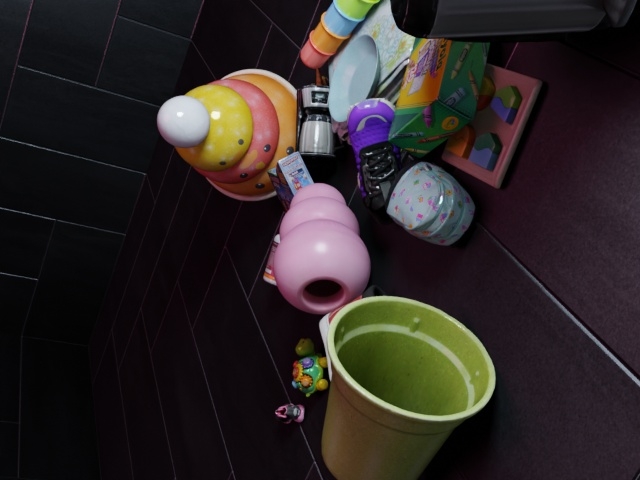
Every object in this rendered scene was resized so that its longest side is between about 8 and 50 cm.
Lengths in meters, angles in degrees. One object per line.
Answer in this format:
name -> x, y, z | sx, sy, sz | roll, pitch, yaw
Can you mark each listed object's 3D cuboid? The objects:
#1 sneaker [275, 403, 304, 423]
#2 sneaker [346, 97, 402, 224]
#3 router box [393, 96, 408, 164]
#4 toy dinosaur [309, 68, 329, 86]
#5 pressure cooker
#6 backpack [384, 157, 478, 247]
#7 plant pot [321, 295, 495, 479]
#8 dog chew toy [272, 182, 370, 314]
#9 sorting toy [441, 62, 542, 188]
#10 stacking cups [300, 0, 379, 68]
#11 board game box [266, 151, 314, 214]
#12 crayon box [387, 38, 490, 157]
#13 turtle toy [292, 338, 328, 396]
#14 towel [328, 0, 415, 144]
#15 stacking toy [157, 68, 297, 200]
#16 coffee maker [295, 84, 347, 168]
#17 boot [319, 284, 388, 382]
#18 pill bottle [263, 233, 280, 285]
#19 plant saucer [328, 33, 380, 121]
sneaker -> -0.083, 0.400, 1.890 | 0.119, 0.057, 0.047 | -30, 54, 59
sneaker -> 0.121, -0.140, 1.579 | 0.293, 0.102, 0.146 | 75, -176, -52
router box -> 0.167, -0.228, 1.701 | 0.122, 0.038, 0.092 | -61, 29, 31
toy dinosaur -> 0.000, -0.385, 2.075 | 0.112, 0.064, 0.212 | -103, 6, -52
pressure cooker -> 0.307, -0.467, 1.128 | 0.375, 0.420, 0.370 | -99, 5, -80
backpack -> 0.196, -0.062, 1.473 | 0.152, 0.115, 0.182 | -67, 30, 14
plant pot -> 0.114, 0.276, 1.346 | 0.276, 0.276, 0.254 | -110, 30, -50
dog chew toy -> 0.000, 0.000, 1.766 | 0.207, 0.206, 0.332 | -56, 24, 36
sorting toy -> 0.292, -0.210, 1.435 | 0.208, 0.038, 0.193 | 46, 119, 61
stacking cups -> 0.050, -0.500, 1.820 | 0.316, 0.096, 0.096 | -46, 39, 46
board game box -> -0.059, -0.124, 1.966 | 0.194, 0.060, 0.194 | 32, 146, 64
crayon box -> 0.226, -0.309, 1.494 | 0.165, 0.081, 0.279 | -36, 32, 56
turtle toy -> -0.028, 0.285, 1.820 | 0.095, 0.066, 0.130 | -29, 52, 57
towel -> 0.131, -0.440, 1.829 | 0.320, 0.090, 0.375 | -40, 44, 48
stacking toy -> -0.256, -0.266, 1.990 | 0.480, 0.350, 0.351 | -12, -58, -69
coffee maker -> -0.018, -0.279, 1.990 | 0.171, 0.120, 0.178 | -6, 80, 61
boot -> 0.100, 0.216, 1.581 | 0.176, 0.088, 0.244 | -36, 55, 30
pill bottle -> -0.084, 0.037, 2.034 | 0.086, 0.086, 0.152 | 28, 104, 64
plant saucer -> 0.082, -0.342, 1.737 | 0.195, 0.037, 0.195 | -36, 47, 52
